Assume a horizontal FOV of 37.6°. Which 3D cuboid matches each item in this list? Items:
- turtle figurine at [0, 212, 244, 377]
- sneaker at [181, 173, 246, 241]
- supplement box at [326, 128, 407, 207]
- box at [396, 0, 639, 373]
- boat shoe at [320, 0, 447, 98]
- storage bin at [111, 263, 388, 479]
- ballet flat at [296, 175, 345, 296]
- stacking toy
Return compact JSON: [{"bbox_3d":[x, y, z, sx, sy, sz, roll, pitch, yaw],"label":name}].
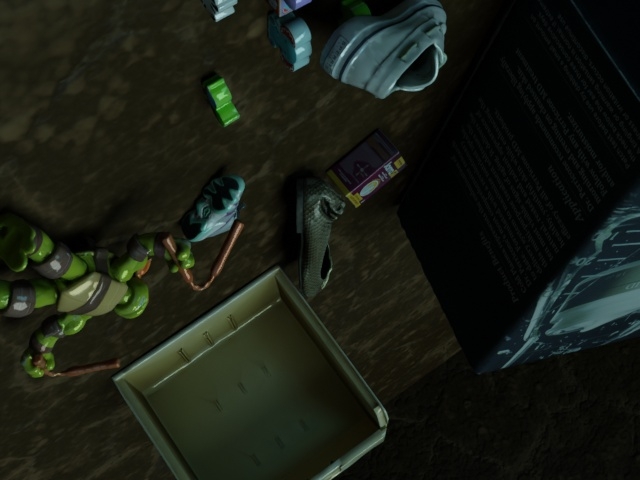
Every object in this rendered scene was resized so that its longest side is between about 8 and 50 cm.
[{"bbox_3d":[-0.218,0.033,0.874,0.269,0.087,0.217,-36,153,18],"label":"turtle figurine"},{"bbox_3d":[-0.098,-0.038,0.997,0.098,0.038,0.069,-40,163,33],"label":"sneaker"},{"bbox_3d":[0.056,-0.086,1.133,0.083,0.043,0.055,-40,159,5],"label":"supplement box"},{"bbox_3d":[0.424,-0.100,1.204,0.480,0.297,0.472,-9,150,-24],"label":"box"},{"bbox_3d":[0.077,-0.171,0.879,0.226,0.076,0.083,-37,165,-53],"label":"boat shoe"},{"bbox_3d":[-0.086,0.222,1.246,0.262,0.260,0.123,-34,163,-10],"label":"storage bin"},{"bbox_3d":[0.000,0.000,1.163,0.058,0.084,0.250,-1,149,0],"label":"ballet flat"},{"bbox_3d":[-0.022,-0.190,0.777,0.167,0.052,0.221,-32,159,-16],"label":"stacking toy"}]
